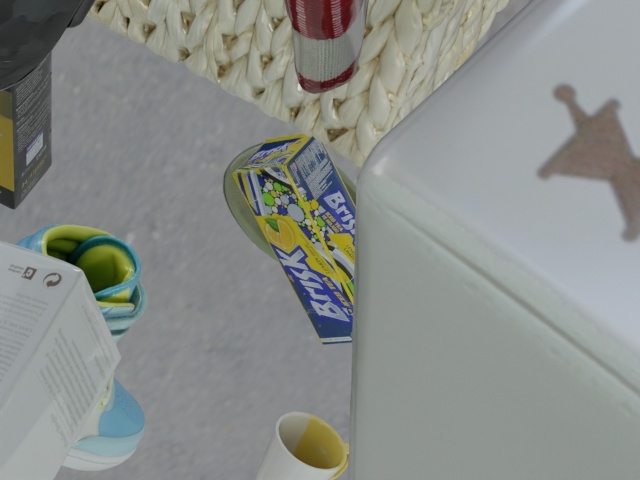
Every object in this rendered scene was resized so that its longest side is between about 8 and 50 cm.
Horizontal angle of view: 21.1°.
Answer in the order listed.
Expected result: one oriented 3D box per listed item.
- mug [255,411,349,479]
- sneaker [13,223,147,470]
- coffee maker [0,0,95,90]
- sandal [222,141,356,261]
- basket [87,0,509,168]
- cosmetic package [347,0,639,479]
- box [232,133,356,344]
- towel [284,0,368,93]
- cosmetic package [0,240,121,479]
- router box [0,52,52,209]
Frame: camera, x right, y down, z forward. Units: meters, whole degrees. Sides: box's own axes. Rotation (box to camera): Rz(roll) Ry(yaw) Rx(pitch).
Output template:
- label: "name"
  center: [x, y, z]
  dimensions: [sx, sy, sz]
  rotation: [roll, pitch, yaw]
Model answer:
- label: "mug"
  center: [-0.014, 0.183, 1.367]
  dimensions: [0.078, 0.064, 0.062]
  rotation: [23, 32, -14]
- label: "sneaker"
  center: [-0.221, 0.104, 1.671]
  dimensions: [0.319, 0.208, 0.127]
  rotation: [43, 25, -46]
- label: "coffee maker"
  center: [-0.185, -0.184, 0.821]
  dimensions: [0.120, 0.171, 0.178]
  rotation: [-23, 60, -32]
- label: "sandal"
  center: [0.026, 0.012, 1.776]
  dimensions: [0.120, 0.086, 0.303]
  rotation: [-44, 88, -5]
- label: "basket"
  center: [0.027, -0.283, 0.992]
  dimensions: [0.266, 0.331, 0.328]
  rotation: [30, 53, 8]
- label: "cosmetic package"
  center: [0.230, 0.066, 0.597]
  dimensions: [0.327, 0.394, 0.329]
  rotation: [39, 68, 20]
- label: "box"
  center: [0.000, 0.000, 1.362]
  dimensions: [0.054, 0.059, 0.169]
  rotation: [-47, 119, -41]
- label: "towel"
  center: [0.015, -0.211, 0.408]
  dimensions: [0.037, 0.329, 0.237]
  rotation: [7, 67, 5]
- label: "cosmetic package"
  center: [-0.229, 0.129, 1.145]
  dimensions: [0.085, 0.117, 0.231]
  rotation: [16, 58, 21]
- label: "router box"
  center: [-0.432, -0.193, 1.815]
  dimensions: [0.309, 0.243, 0.081]
  rotation: [27, 56, 10]
